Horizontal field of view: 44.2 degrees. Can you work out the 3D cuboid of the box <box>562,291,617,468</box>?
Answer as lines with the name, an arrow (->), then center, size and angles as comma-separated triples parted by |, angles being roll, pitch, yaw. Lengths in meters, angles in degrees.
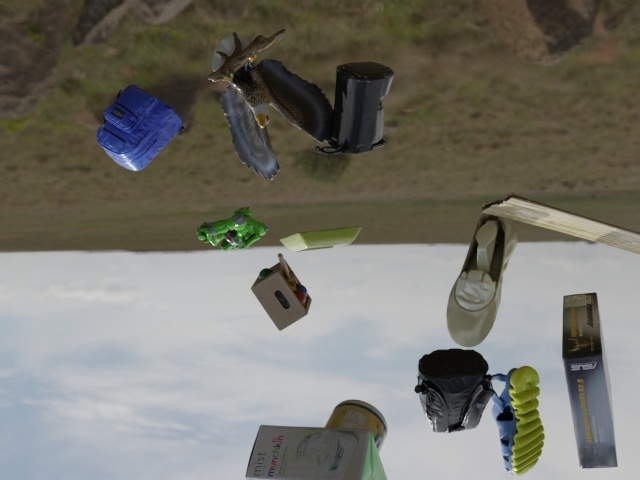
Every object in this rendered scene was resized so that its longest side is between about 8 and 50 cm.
box -> 0.413, 0.207, 1.212 | 0.056, 0.183, 0.231 | -7, -163, 20

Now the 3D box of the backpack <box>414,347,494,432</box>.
backpack -> 0.262, 0.298, 1.563 | 0.151, 0.182, 0.115 | -1, -139, 6

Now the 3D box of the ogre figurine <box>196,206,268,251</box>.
ogre figurine -> -0.207, -0.021, 1.935 | 0.118, 0.097, 0.197 | -23, 143, 19

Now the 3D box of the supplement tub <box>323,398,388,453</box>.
supplement tub -> 0.063, 0.484, 1.835 | 0.144, 0.144, 0.200 | -1, -151, 25

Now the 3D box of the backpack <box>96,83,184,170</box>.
backpack -> -0.306, -0.184, 1.283 | 0.098, 0.120, 0.101 | 31, 169, 31

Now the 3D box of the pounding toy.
pounding toy -> -0.078, 0.096, 1.647 | 0.100, 0.141, 0.130 | -32, -172, 10

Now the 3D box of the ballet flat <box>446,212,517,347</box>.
ballet flat -> 0.256, 0.052, 1.269 | 0.086, 0.249, 0.086 | 17, 147, 11

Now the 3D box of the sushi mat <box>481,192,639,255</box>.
sushi mat -> 0.412, -0.015, 1.189 | 0.316, 0.019, 0.151 | 16, 174, -2

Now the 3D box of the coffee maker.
coffee maker -> 0.079, -0.288, 1.726 | 0.120, 0.178, 0.171 | 20, -144, 24

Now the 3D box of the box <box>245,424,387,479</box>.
box -> 0.006, 0.486, 1.555 | 0.231, 0.262, 0.127 | -2, -137, 17

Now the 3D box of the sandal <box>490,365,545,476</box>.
sandal -> 0.530, 0.489, 2.167 | 0.126, 0.318, 0.138 | -6, -172, -37

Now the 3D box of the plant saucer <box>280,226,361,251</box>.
plant saucer -> 0.000, 0.000, 2.239 | 0.188, 0.045, 0.188 | -6, 176, -21

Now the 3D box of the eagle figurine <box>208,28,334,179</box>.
eagle figurine -> -0.127, -0.308, 1.774 | 0.226, 0.225, 0.298 | 5, 151, 33
